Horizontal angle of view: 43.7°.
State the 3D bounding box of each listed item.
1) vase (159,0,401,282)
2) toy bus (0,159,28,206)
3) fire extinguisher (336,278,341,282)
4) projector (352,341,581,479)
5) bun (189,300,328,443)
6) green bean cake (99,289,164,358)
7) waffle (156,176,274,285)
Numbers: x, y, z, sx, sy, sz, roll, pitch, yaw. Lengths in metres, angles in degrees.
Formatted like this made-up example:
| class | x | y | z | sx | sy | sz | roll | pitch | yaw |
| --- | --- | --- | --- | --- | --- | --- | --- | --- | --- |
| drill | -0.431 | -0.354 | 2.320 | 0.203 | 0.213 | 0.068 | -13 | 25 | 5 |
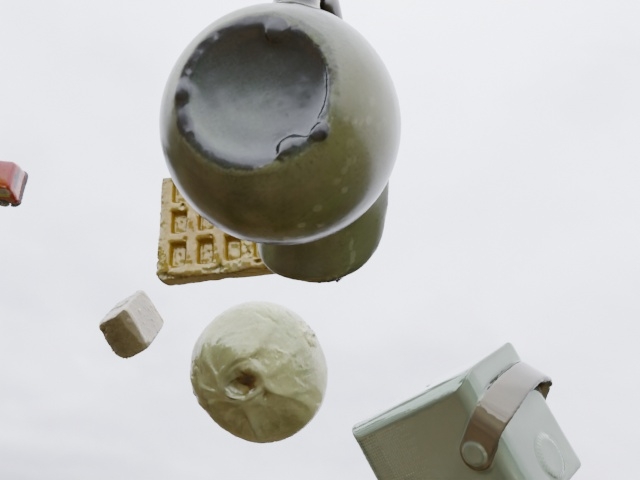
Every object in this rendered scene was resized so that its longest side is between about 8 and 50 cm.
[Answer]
| class | x | y | z | sx | sy | sz | roll | pitch | yaw |
| --- | --- | --- | --- | --- | --- | --- | --- | --- | --- |
| vase | -0.019 | -0.141 | 0.870 | 0.240 | 0.329 | 0.302 | 5 | -14 | 15 |
| toy bus | -0.652 | -0.116 | 1.507 | 0.174 | 0.079 | 0.077 | 6 | -23 | -2 |
| fire extinguisher | 0.000 | 0.000 | 1.429 | 0.158 | 0.064 | 0.043 | 54 | -23 | 2 |
| projector | 0.186 | 0.251 | 0.987 | 0.242 | 0.177 | 0.163 | -37 | -11 | 35 |
| bun | -0.166 | 0.340 | 1.995 | 0.364 | 0.364 | 0.202 | 3 | 8 | 14 |
| green bean cake | -0.442 | 0.197 | 1.870 | 0.085 | 0.179 | 0.109 | -29 | -78 | 9 |
| waffle | -0.184 | -0.030 | 1.517 | 0.247 | 0.221 | 0.055 | -6 | -25 | 8 |
